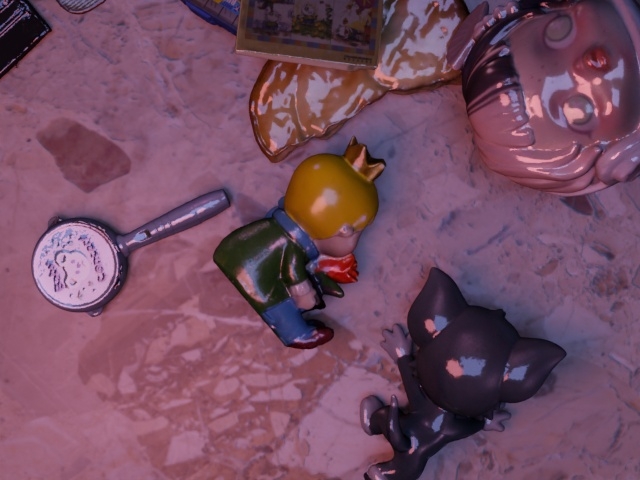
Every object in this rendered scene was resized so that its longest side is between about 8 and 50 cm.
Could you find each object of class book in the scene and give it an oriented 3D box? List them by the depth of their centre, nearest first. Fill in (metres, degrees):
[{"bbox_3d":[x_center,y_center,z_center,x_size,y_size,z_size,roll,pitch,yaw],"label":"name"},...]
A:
[{"bbox_3d":[-0.009,-0.292,1.551,0.168,0.013,0.192,7,67,-5],"label":"book"}]

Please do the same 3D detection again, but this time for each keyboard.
[{"bbox_3d":[-0.448,-0.206,1.623,0.250,0.017,0.087,-41,89,2],"label":"keyboard"}]

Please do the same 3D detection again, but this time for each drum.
[{"bbox_3d":[-0.228,0.020,1.608,0.253,0.049,0.130,-9,91,2],"label":"drum"}]

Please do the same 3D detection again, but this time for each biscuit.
[{"bbox_3d":[0.043,-0.217,1.594,0.299,0.045,0.154,-22,90,4],"label":"biscuit"}]

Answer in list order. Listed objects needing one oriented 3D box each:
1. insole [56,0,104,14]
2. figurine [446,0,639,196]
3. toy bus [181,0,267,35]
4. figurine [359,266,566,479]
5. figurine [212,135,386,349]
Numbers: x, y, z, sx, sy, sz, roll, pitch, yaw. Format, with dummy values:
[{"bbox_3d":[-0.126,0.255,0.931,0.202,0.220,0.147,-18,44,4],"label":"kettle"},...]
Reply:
[{"bbox_3d":[-0.222,-0.367,1.616,0.253,0.005,0.086,-38,90,3],"label":"insole"},{"bbox_3d":[0.334,-0.172,1.453,0.361,0.211,0.253,-15,63,20],"label":"figurine"},{"bbox_3d":[-0.104,-0.279,1.578,0.153,0.051,0.061,32,85,14],"label":"toy bus"},{"bbox_3d":[0.131,0.176,1.565,0.265,0.140,0.193,-44,73,-12],"label":"figurine"},{"bbox_3d":[0.005,0.003,1.571,0.234,0.127,0.185,-40,95,-7],"label":"figurine"}]
